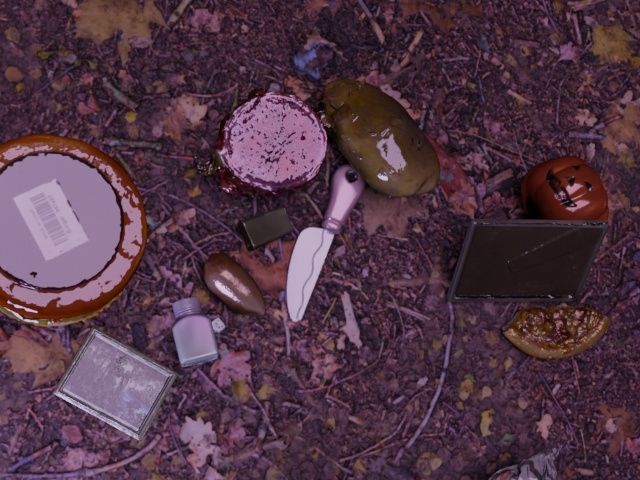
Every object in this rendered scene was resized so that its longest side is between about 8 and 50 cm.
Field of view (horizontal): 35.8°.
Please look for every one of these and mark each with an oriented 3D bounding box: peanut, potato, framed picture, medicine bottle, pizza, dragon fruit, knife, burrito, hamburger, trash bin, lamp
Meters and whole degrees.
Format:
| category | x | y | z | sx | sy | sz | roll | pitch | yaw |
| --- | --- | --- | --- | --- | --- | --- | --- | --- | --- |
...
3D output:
| category | x | y | z | sx | sy | sz | roll | pitch | yaw |
| --- | --- | --- | --- | --- | --- | --- | --- | --- | --- |
| peanut | -0.160 | 0.088 | 1.867 | 0.076 | 0.076 | 0.152 | -45 | 100 | -18 |
| potato | 0.117 | -0.206 | 1.955 | 0.296 | 0.141 | 0.192 | 46 | 37 | 7 |
| framed picture | 0.413 | 0.043 | 1.988 | 0.289 | 0.213 | 0.016 | 0 | 40 | -13 |
| medicine bottle | -0.236 | 0.168 | 1.833 | 0.074 | 0.055 | 0.118 | -15 | 76 | -9 |
| pizza | 0.494 | 0.185 | 2.054 | 0.246 | 0.058 | 0.127 | 8 | 78 | -18 |
| dragon fruit | -0.111 | -0.181 | 1.897 | 0.282 | 0.147 | 0.211 | -19 | 91 | -10 |
| framed picture | -0.372 | 0.261 | 1.808 | 0.183 | 0.011 | 0.142 | 31 | 74 | -9 |
| knife | -0.002 | -0.002 | 1.949 | 0.081 | 0.043 | 0.335 | 26 | 77 | -5 |
| burrito | 0.323 | 0.565 | 1.886 | 0.139 | 0.101 | 0.445 | 34 | 84 | -13 |
| hamburger | -0.464 | -0.011 | 1.702 | 0.330 | 0.250 | 0.329 | 3 | 82 | -20 |
| trash bin | -0.106 | -0.024 | 1.921 | 0.092 | 0.043 | 0.061 | -22 | 87 | -22 |
| lamp | 0.509 | -0.085 | 2.036 | 0.164 | 0.187 | 0.187 | -25 | 89 | -8 |
| knife | -0.221 | 0.182 | 1.867 | 0.096 | 0.010 | 0.027 | -38 | 91 | -18 |
